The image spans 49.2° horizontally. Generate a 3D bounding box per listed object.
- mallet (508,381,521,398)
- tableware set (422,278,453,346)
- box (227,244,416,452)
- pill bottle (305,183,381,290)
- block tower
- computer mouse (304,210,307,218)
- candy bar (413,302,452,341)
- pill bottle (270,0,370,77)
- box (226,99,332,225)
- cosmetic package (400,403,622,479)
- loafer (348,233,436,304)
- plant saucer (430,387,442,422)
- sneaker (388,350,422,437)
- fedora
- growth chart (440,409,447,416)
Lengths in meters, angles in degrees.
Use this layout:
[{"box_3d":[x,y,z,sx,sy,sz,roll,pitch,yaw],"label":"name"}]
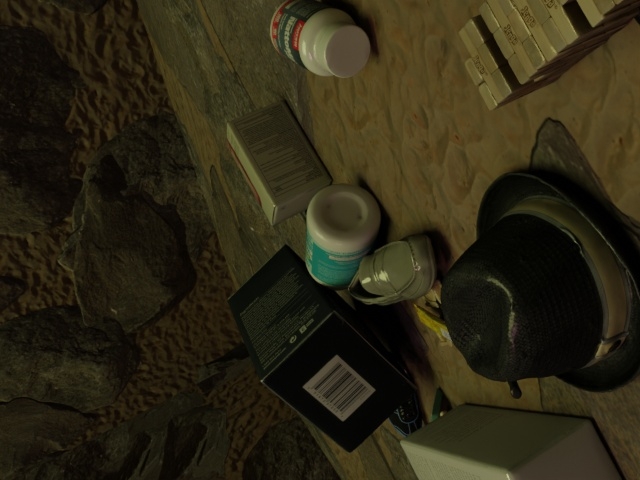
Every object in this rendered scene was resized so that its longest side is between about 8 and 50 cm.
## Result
[{"box_3d":[0.272,0.171,1.043,0.189,0.039,0.062,-60,-51,-76],"label":"mallet"},{"box_3d":[0.226,0.133,1.291,0.168,0.020,0.141,64,164,1],"label":"tableware set"},{"box_3d":[-0.011,0.233,1.600,0.293,0.212,0.395,45,-179,-27],"label":"box"},{"box_3d":[0.041,0.008,1.451,0.146,0.146,0.264,57,162,24],"label":"pill bottle"},{"box_3d":[0.230,-0.222,0.591,0.090,0.097,0.335,62,163,4],"label":"block tower"},{"box_3d":[0.000,0.000,1.788,0.071,0.041,0.242,-110,4,-75],"label":"computer mouse"},{"box_3d":[0.218,0.156,1.281,0.161,0.018,0.040,29,147,61],"label":"candy bar"},{"box_3d":[0.000,-0.327,1.133,0.180,0.108,0.108,43,154,51],"label":"pill bottle"},{"box_3d":[-0.099,-0.178,1.603,0.232,0.149,0.127,61,164,14],"label":"box"},{"box_3d":[0.319,0.421,1.180,0.230,0.162,0.453,63,164,3],"label":"cosmetic package"},{"box_3d":[0.129,0.065,1.295,0.319,0.112,0.112,118,143,-70],"label":"loafer"},{"box_3d":[0.254,0.401,1.562,0.018,0.067,0.192,11,144,11],"label":"plant saucer"},{"box_3d":[0.191,0.377,1.668,0.090,0.081,0.232,-166,52,-78],"label":"sneaker"},{"box_3d":[0.249,0.081,0.892,0.334,0.153,0.334,56,162,28],"label":"fedora"},{"box_3d":[0.261,0.470,1.534,0.237,0.021,0.171,77,-160,-62],"label":"growth chart"}]
